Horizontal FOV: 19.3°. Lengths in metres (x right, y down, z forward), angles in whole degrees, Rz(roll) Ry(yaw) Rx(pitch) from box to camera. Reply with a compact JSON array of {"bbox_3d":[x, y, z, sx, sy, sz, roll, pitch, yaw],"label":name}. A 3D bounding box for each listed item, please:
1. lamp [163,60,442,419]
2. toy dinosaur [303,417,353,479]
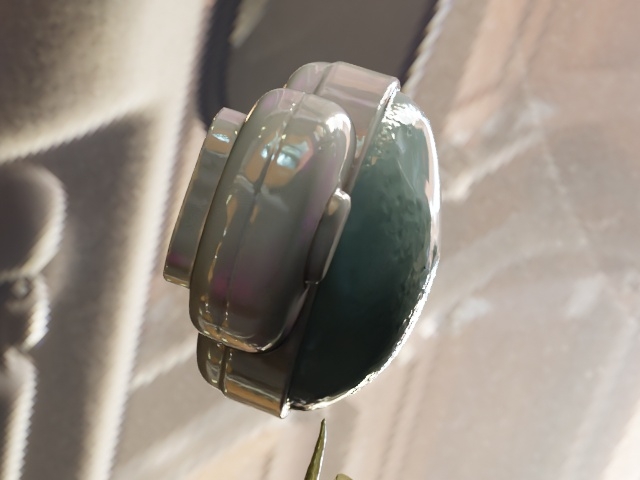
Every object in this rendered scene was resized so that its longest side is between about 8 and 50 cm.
[{"bbox_3d":[0.002,0.001,0.913,0.246,0.108,0.179,29,-105,-79],"label":"lamp"},{"bbox_3d":[-0.016,0.198,1.173,0.162,0.039,0.126,-87,18,-73],"label":"toy dinosaur"}]
